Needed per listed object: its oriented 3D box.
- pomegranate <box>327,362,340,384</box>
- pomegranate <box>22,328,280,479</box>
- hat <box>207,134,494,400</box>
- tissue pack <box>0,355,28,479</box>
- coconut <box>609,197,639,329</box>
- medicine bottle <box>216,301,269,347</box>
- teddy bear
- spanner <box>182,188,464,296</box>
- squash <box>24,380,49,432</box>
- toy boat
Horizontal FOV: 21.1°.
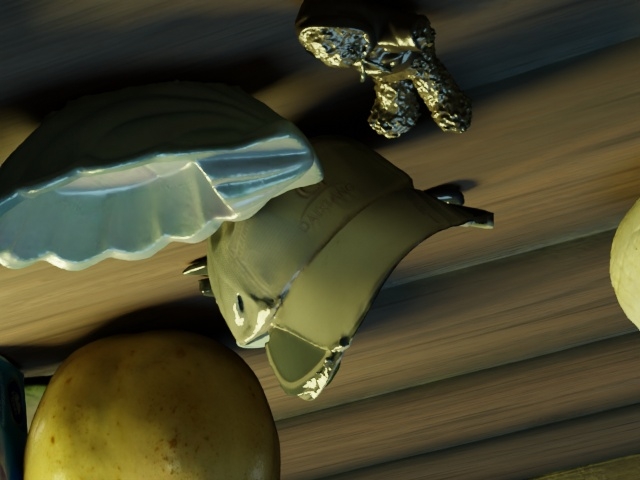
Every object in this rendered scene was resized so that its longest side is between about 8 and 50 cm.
[{"bbox_3d":[-0.013,0.145,2.092,0.073,0.073,0.084,-11,144,3],"label":"pomegranate"},{"bbox_3d":[-0.182,0.259,1.935,0.319,0.319,0.319,-9,162,-3],"label":"pomegranate"},{"bbox_3d":[0.009,0.004,1.439,0.232,0.161,0.275,-46,-156,-12],"label":"hat"},{"bbox_3d":[-0.432,0.279,1.958,0.198,0.263,0.146,-11,162,7],"label":"tissue pack"},{"bbox_3d":[0.400,0.012,1.700,0.202,0.202,0.222,-6,163,-12],"label":"coconut"},{"bbox_3d":[-0.064,0.041,1.668,0.055,0.118,0.074,7,154,-40],"label":"medicine bottle"},{"bbox_3d":[0.048,-0.142,1.261,0.119,0.078,0.160,3,157,41],"label":"teddy bear"},{"bbox_3d":[0.000,0.000,1.735,0.316,0.024,0.087,-19,154,26],"label":"spanner"},{"bbox_3d":[-0.357,0.261,2.131,0.170,0.170,0.123,-4,173,-18],"label":"squash"},{"bbox_3d":[-0.147,-0.056,1.364,0.290,0.100,0.199,-12,162,10],"label":"toy boat"}]
